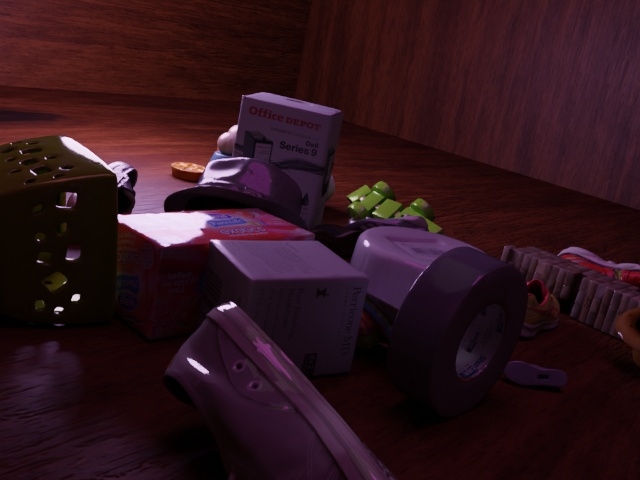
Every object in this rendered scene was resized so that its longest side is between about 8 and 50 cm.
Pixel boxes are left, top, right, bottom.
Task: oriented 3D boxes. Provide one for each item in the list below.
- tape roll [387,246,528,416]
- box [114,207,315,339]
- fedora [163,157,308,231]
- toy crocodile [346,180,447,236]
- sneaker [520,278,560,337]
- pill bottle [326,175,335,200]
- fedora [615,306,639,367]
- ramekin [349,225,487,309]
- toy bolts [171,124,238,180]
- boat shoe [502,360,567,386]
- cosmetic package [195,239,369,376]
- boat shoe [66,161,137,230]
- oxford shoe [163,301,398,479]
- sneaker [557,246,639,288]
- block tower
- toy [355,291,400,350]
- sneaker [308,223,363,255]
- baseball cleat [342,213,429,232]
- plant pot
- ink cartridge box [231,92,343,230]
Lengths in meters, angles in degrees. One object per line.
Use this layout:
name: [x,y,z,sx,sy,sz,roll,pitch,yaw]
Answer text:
tape roll: [0.186,0.121,0.979,0.072,0.219,0.219,25,21,39]
box: [-0.173,0.040,1.144,0.154,0.142,0.300,25,21,39]
fedora: [-0.145,-0.076,1.394,0.275,0.124,0.244,14,-25,3]
toy crocodile: [0.175,-0.051,1.782,0.115,0.105,0.340,-40,42,-17]
sneaker: [0.405,0.115,1.372,0.081,0.094,0.208,18,16,27]
pill bottle: [-0.058,-0.139,1.889,0.193,0.108,0.108,-4,22,-44]
fedora: [0.607,0.187,1.283,0.194,0.079,0.194,3,26,-1]
ramekin: [0.175,0.074,1.282,0.277,0.135,0.277,10,17,-3]
toy bolts: [-0.276,-0.224,1.935,0.218,0.159,0.228,7,17,-15]
boat shoe: [0.326,0.206,1.131,0.100,0.035,0.035,7,-11,-3]
cosmetic package: [-0.056,0.093,1.029,0.183,0.151,0.151,0,20,-31]
boat shoe: [-0.418,-0.082,1.479,0.092,0.103,0.285,17,20,1]
oxford shoe: [-0.013,0.223,0.697,0.130,0.169,0.449,-41,47,-12]
sneaker: [0.630,0.108,1.597,0.279,0.107,0.118,17,35,30]
block tower: [0.527,0.105,1.499,0.097,0.091,0.335,-4,23,-45]
toy: [0.071,0.130,1.102,0.237,0.137,0.056,23,59,38]
sneaker: [0.000,0.000,1.555,0.192,0.064,0.086,-5,15,-45]
baseball cleat: [0.140,-0.002,1.628,0.205,0.072,0.109,-11,58,7]
plant pot: [-0.424,-0.013,1.029,0.207,0.227,0.228,-8,25,-35]
ink cartridge box: [-0.086,-0.166,1.634,0.211,0.289,0.121,14,16,11]
